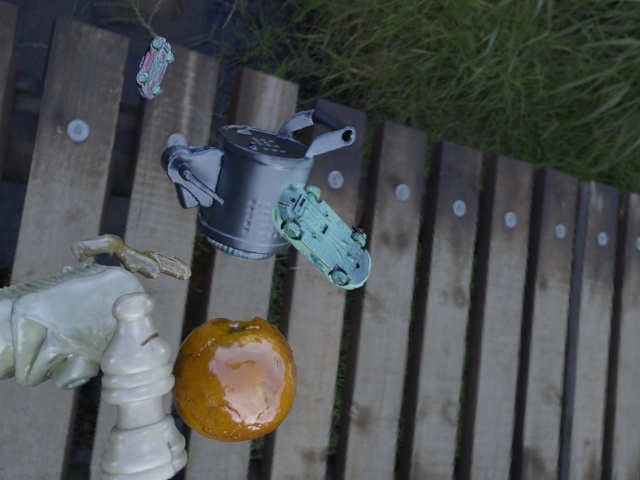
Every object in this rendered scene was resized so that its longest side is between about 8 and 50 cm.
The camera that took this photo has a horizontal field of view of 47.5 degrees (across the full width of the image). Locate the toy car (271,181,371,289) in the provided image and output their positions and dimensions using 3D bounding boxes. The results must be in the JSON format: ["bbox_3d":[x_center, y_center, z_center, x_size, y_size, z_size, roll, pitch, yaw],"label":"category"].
[{"bbox_3d":[0.000,0.000,1.050,0.186,0.058,0.093,45,50,-24],"label":"toy car"}]

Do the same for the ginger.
[{"bbox_3d":[-0.411,0.043,1.613,0.288,0.075,0.089,18,42,-46],"label":"ginger"}]

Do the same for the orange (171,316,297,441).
[{"bbox_3d":[-0.159,0.253,1.345,0.239,0.240,0.240,3,84,-27],"label":"orange"}]

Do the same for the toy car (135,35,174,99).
[{"bbox_3d":[-0.372,-0.383,1.609,0.055,0.069,0.142,15,78,17],"label":"toy car"}]

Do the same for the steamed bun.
[{"bbox_3d":[-0.555,0.194,1.541,0.352,0.339,0.248,-27,105,-38],"label":"steamed bun"}]

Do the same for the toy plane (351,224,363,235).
[{"bbox_3d":[0.050,0.021,1.484,0.130,0.189,0.061,-28,117,-12],"label":"toy plane"}]

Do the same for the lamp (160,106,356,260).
[{"bbox_3d":[-0.125,-0.098,1.482,0.373,0.205,0.272,-14,121,-20],"label":"lamp"}]

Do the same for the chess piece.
[{"bbox_3d":[-0.307,0.241,1.209,0.138,0.124,0.308,-5,95,-4],"label":"chess piece"}]
